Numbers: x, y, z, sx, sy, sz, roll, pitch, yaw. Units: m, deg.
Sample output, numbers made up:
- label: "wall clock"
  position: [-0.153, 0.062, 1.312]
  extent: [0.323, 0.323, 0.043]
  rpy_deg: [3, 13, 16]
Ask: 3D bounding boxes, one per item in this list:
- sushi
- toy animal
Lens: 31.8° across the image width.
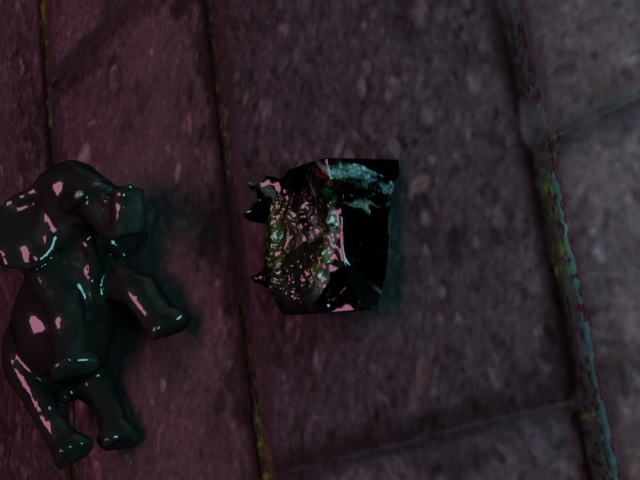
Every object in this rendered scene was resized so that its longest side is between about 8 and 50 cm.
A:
- label: "sushi"
  position: [0.000, 0.000, 0.637]
  extent: [0.084, 0.056, 0.083]
  rpy_deg: [-9, 86, 48]
- label: "toy animal"
  position: [-0.175, 0.045, 0.793]
  extent: [0.146, 0.114, 0.245]
  rpy_deg: [54, 125, 38]
